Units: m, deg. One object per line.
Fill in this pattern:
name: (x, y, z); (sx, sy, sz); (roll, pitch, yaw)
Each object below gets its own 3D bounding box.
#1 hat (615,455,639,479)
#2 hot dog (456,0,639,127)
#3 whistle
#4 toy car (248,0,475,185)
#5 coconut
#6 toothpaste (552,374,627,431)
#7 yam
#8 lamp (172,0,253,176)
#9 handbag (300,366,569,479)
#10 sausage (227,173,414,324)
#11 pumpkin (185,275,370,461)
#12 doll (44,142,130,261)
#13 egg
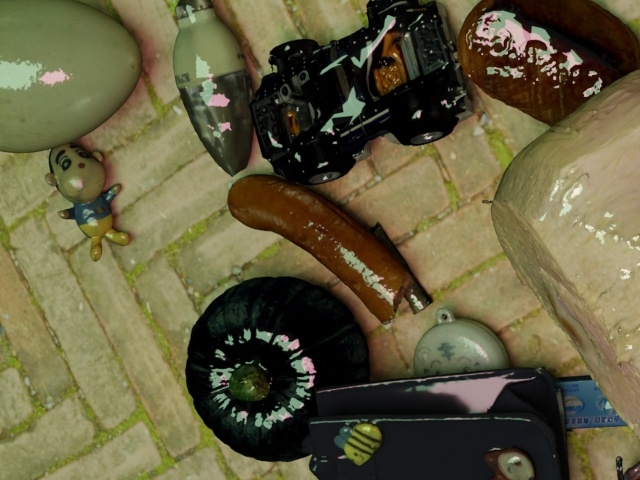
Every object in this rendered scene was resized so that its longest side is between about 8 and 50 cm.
hat: (0.394, 0.339, 1.761); (0.129, 0.227, 0.140); (16, 100, 21)
hot dog: (0.277, -0.216, 1.772); (0.227, 0.099, 0.160); (33, 108, 4)
whistle: (0.197, 0.206, 1.915); (0.126, 0.067, 0.258); (-13, 98, 33)
toy car: (0.045, -0.187, 1.884); (0.301, 0.118, 0.193); (-23, 76, 29)
coconut: (0.410, -0.011, 1.618); (0.404, 0.404, 0.404); (5, 101, 24)
toothpaste: (0.374, 0.196, 1.838); (0.272, 0.053, 0.066); (-7, 92, 26)
yam: (0.099, 0.037, 1.949); (0.033, 0.027, 0.129); (-37, 82, 24)
lamp: (-0.141, -0.208, 1.980); (0.101, 0.101, 0.250); (-12, 99, 26)
handbag: (0.145, 0.321, 1.847); (0.329, 0.122, 0.303); (-4, 116, 10)
sausage: (0.000, -0.004, 1.938); (0.302, 0.076, 0.103); (36, 133, 22)
pumpkin: (-0.067, 0.169, 1.928); (0.248, 0.248, 0.248); (5, 101, 24)
doll: (-0.331, -0.065, 2.100); (0.179, 0.102, 0.089); (58, 155, 4)
egg: (-0.382, -0.229, 2.019); (0.295, 0.218, 0.218); (-2, 99, 17)
